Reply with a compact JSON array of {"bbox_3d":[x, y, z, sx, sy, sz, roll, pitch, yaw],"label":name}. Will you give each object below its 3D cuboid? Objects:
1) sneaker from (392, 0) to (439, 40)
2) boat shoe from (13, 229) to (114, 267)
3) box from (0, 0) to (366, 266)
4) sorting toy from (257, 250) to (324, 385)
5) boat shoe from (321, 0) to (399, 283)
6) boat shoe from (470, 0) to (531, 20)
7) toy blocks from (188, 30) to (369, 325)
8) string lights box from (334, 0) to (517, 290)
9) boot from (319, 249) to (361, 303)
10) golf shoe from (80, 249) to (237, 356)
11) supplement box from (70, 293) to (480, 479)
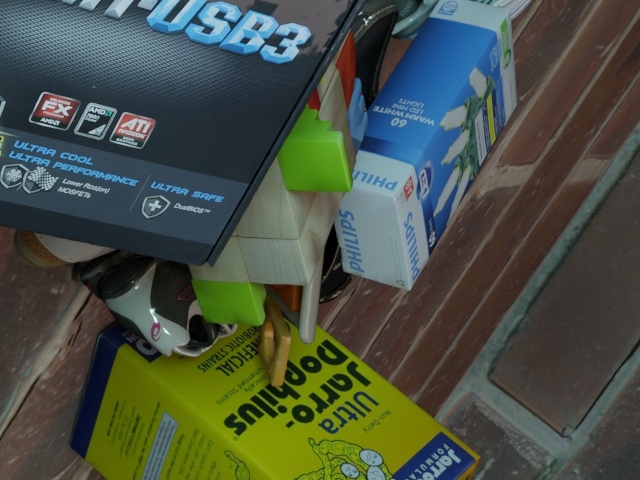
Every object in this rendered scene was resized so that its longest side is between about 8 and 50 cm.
[{"bbox_3d":[0.113,-0.271,1.654,0.190,0.071,0.083,-60,170,21],"label":"sneaker"},{"bbox_3d":[-0.143,-0.073,1.382,0.103,0.113,0.302,-33,-177,39],"label":"boat shoe"},{"bbox_3d":[-0.130,-0.139,0.989,0.295,0.073,0.293,14,120,-35],"label":"box"},{"bbox_3d":[-0.041,-0.022,1.548,0.047,0.196,0.347,-1,112,-18],"label":"sorting toy"},{"bbox_3d":[0.016,-0.093,1.679,0.132,0.130,0.355,-35,156,-43],"label":"boat shoe"},{"bbox_3d":[0.245,-0.330,1.871,0.226,0.083,0.076,-57,163,17],"label":"boat shoe"},{"bbox_3d":[-0.045,-0.160,1.270,0.261,0.191,0.381,-69,154,-44],"label":"toy blocks"},{"bbox_3d":[0.099,-0.096,1.614,0.259,0.077,0.133,-58,152,-32],"label":"string lights box"},{"bbox_3d":[0.001,0.002,1.914,0.178,0.085,0.236,-28,151,-49],"label":"boot"},{"bbox_3d":[-0.127,0.058,1.614,0.105,0.120,0.273,-39,166,17],"label":"golf shoe"},{"bbox_3d":[-0.052,0.216,1.744,0.194,0.356,0.195,-37,158,-42],"label":"supplement box"}]
